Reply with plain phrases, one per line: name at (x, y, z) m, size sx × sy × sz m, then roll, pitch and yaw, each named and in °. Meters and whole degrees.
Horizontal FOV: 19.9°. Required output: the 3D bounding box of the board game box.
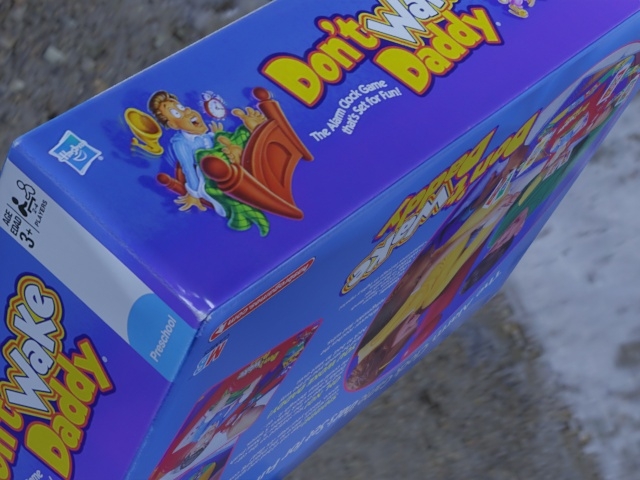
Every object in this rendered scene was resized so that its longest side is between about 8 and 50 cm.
board game box at (0.000, 0.000, 0.692) m, size 0.078 × 0.233 × 0.347 m, roll 41°, pitch 43°, yaw 13°
